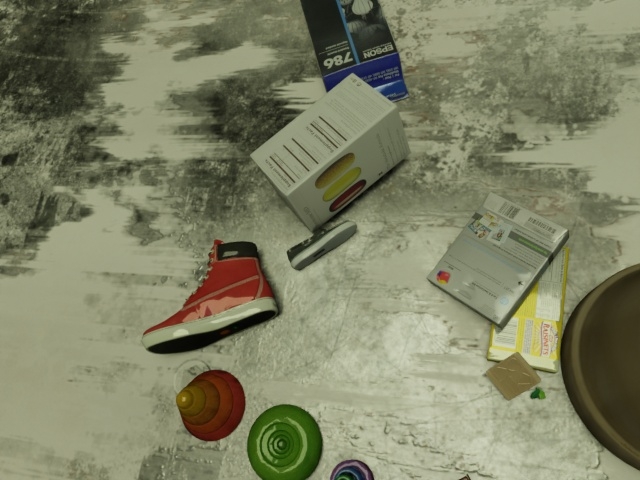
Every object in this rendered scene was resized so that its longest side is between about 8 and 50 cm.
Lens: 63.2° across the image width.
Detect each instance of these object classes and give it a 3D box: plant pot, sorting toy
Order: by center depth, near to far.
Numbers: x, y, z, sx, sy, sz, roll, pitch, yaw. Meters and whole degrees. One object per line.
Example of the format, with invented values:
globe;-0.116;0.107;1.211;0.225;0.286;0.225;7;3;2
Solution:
plant pot;0.500;0.144;0.654;0.323;0.280;0.323;-5;68;13
sorting toy;0.307;0.220;0.805;0.062;0.012;0.083;-41;84;20
sorting toy;-0.094;0.308;0.816;0.366;0.126;0.127;21;75;21

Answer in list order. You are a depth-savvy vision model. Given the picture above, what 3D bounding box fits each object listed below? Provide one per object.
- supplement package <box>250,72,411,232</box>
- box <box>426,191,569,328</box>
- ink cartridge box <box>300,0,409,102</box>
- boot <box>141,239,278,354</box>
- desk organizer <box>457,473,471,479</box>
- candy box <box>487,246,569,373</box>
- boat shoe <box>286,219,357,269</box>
supplement package;0.021;-0.158;0.957;0.244;0.139;0.134;-40;55;-3
box;0.289;0.029;0.855;0.145;0.038;0.186;34;85;35
ink cartridge box;0.065;-0.424;1.101;0.166;0.065;0.332;-17;67;6
boot;-0.217;0.096;0.953;0.244;0.088;0.176;-21;65;-4
desk organizer;0.223;0.409;0.743;0.050;0.047;0.130;-29;65;4
candy box;0.337;0.103;0.845;0.105;0.027;0.205;9;71;17
boat shoe;0.000;0.000;0.957;0.142;0.049;0.040;-34;65;1
